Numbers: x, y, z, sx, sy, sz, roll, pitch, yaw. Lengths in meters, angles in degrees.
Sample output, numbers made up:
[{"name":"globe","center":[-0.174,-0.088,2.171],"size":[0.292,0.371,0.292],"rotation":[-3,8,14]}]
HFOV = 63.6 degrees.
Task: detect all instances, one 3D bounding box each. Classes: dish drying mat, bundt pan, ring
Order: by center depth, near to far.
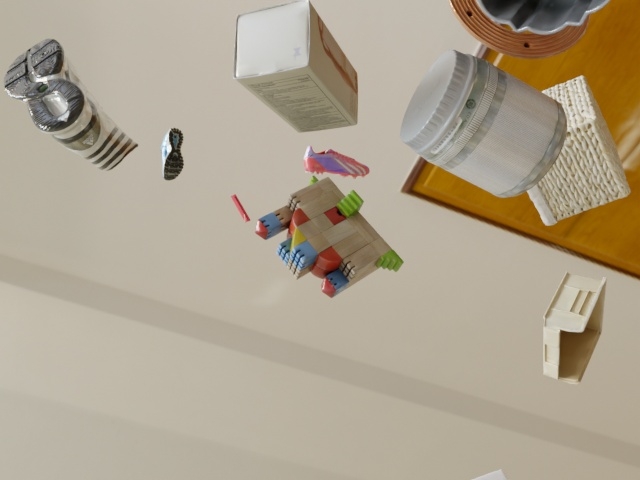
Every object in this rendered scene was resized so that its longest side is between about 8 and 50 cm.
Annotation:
[{"name":"bundt pan","center":[0.421,-0.563,0.944],"size":[0.330,0.331,0.124],"rotation":[37,-116,17]},{"name":"ring","center":[0.431,-0.540,1.135],"size":[0.336,0.032,0.337],"rotation":[2,-107,-7]},{"name":"dish drying mat","center":[-0.221,-0.088,1.422],"size":[0.008,0.032,0.083],"rotation":[-35,-79,-28]}]

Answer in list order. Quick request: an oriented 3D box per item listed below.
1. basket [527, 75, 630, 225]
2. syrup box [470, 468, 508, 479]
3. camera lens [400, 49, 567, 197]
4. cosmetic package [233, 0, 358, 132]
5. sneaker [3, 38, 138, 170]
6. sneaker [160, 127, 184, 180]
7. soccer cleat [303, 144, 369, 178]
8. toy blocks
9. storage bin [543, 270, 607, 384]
[{"name":"basket","center":[0.779,-0.295,1.656],"size":[0.331,0.266,0.329],"rotation":[49,-142,-24]},{"name":"syrup box","center":[0.370,0.590,1.011],"size":[0.093,0.096,0.237],"rotation":[-10,-136,-18]},{"name":"camera lens","center":[0.329,-0.229,1.042],"size":[0.274,0.220,0.220],"rotation":[24,-146,-13]},{"name":"cosmetic package","center":[-0.036,-0.329,1.028],"size":[0.153,0.130,0.296],"rotation":[-2,172,19]},{"name":"sneaker","center":[-0.627,-0.318,1.316],"size":[0.169,0.258,0.447],"rotation":[-37,-126,-5]},{"name":"sneaker","center":[-0.465,-0.266,1.605],"size":[0.063,0.162,0.073],"rotation":[9,177,-40]},{"name":"soccer cleat","center":[0.060,-0.262,1.729],"size":[0.247,0.095,0.083],"rotation":[1,-166,-24]},{"name":"toy blocks","center":[0.000,0.000,1.411],"size":[0.260,0.191,0.381],"rotation":[-29,-111,-30]},{"name":"storage bin","center":[0.820,0.285,1.678],"size":[0.123,0.263,0.260],"rotation":[15,-131,37]}]
